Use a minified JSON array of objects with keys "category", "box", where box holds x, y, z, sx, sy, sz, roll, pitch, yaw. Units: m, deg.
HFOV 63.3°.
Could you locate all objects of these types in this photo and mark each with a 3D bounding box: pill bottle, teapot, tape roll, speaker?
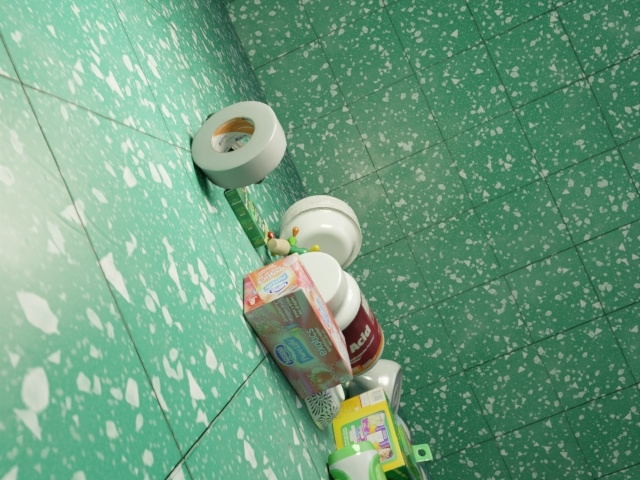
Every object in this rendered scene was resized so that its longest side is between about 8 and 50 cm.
[{"category":"pill bottle","box":[0.031,0.218,1.488,0.392,0.224,0.224,59,9,-47]},{"category":"teapot","box":[0.180,0.536,1.846,0.252,0.187,0.255,-32,126,-66]},{"category":"tape roll","box":[-0.195,-0.230,1.240,0.072,0.219,0.219,61,8,-52]},{"category":"speaker","box":[0.113,0.612,1.153,0.131,0.131,0.296,56,12,-61]}]

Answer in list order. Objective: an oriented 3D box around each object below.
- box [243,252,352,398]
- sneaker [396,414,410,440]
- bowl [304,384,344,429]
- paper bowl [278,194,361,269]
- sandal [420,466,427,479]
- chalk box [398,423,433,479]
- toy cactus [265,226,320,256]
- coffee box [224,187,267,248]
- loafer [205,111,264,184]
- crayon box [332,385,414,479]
[{"category":"box","box":[-0.050,0.203,1.210,0.154,0.142,0.299,-104,168,-59]},{"category":"sneaker","box":[0.227,0.669,2.026,0.150,0.135,0.366,54,2,-29]},{"category":"bowl","box":[0.012,0.390,1.335,0.170,0.080,0.170,-24,90,-83]},{"category":"paper bowl","box":[0.000,0.000,1.774,0.148,0.284,0.284,-98,163,-57]},{"category":"sandal","box":[0.326,0.986,1.774,0.169,0.102,0.416,33,44,-53]},{"category":"chalk box","box":[0.218,0.645,1.519,0.132,0.213,0.132,-96,161,-72]},{"category":"toy cactus","box":[-0.085,0.020,1.505,0.219,0.112,0.180,29,4,28]},{"category":"coffee box","box":[-0.203,-0.078,1.441,0.113,0.041,0.184,-100,165,-66]},{"category":"loafer","box":[-0.255,-0.249,1.526,0.267,0.096,0.084,53,33,-40]},{"category":"crayon box","box":[0.128,0.537,1.382,0.278,0.166,0.081,-102,167,-62]}]
